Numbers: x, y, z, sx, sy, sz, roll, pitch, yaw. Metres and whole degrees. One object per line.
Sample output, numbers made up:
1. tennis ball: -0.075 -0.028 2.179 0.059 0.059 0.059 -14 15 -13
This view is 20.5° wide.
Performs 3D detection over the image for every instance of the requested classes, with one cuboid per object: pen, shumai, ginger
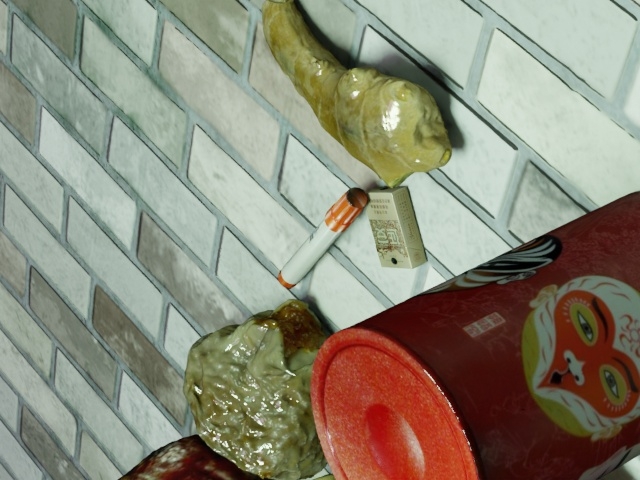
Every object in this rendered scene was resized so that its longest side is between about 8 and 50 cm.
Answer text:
1. pen: 0.000 0.000 1.891 0.028 0.028 0.239 60 153 11
2. shumai: -0.046 0.157 1.989 0.206 0.166 0.175 53 122 18
3. ginger: 0.022 -0.155 1.740 0.294 0.086 0.131 46 164 36

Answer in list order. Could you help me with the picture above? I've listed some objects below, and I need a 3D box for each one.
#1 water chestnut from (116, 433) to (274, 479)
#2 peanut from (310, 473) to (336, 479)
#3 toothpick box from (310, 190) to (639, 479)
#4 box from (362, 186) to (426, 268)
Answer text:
1. water chestnut: -0.154 0.418 2.113 0.335 0.347 0.335 41 148 32
2. peanut: 0.072 0.319 1.921 0.319 0.147 0.147 9 117 58
3. toothpick box: 0.182 0.104 1.437 0.204 0.333 0.204 34 135 42
4. box: 0.075 -0.013 1.800 0.053 0.024 0.083 1 109 56
